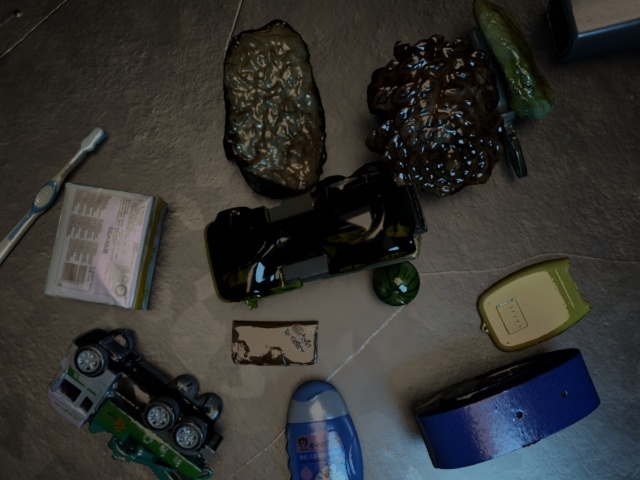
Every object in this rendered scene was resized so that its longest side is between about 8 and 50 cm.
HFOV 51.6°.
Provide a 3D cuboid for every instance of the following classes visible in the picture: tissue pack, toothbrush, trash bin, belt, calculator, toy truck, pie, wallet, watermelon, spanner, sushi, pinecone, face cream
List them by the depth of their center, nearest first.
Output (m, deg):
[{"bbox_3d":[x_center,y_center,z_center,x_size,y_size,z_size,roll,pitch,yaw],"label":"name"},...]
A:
[{"bbox_3d":[-0.341,0.328,1.263,0.363,0.176,0.178,40,97,0],"label":"toy truck"},{"bbox_3d":[0.000,0.000,1.264,0.405,0.254,0.181,-16,76,10],"label":"toy truck"},{"bbox_3d":[0.353,0.315,1.269,0.346,0.212,0.117,-21,87,-8],"label":"belt"},{"bbox_3d":[0.216,-0.250,1.296,0.298,0.242,0.296,20,67,-31],"label":"pinecone"},{"bbox_3d":[-0.418,0.014,1.306,0.185,0.124,0.225,10,85,-2],"label":"tissue pack"},{"bbox_3d":[0.005,0.409,1.309,0.149,0.083,0.264,-8,85,-6],"label":"face cream"},{"bbox_3d":[0.390,-0.365,1.320,0.078,0.277,0.277,-23,86,25],"label":"pie"},{"bbox_3d":[-0.097,-0.258,1.323,0.210,0.171,0.350,-6,86,-5],"label":"sushi"},{"bbox_3d":[0.151,0.086,1.333,0.109,0.109,0.109,0,85,-2],"label":"watermelon"},{"bbox_3d":[0.628,-0.477,1.345,0.290,0.209,0.182,-13,88,9],"label":"trash bin"},{"bbox_3d":[-0.569,-0.081,1.352,0.040,0.040,0.386,38,85,1],"label":"toothbrush"},{"bbox_3d":[-0.093,0.209,1.352,0.176,0.026,0.095,1,87,-2],"label":"wallet"},{"bbox_3d":[0.442,0.137,1.378,0.236,0.033,0.157,-26,87,-3],"label":"calculator"},{"bbox_3d":[0.368,-0.284,1.382,0.040,0.095,0.325,-18,85,-4],"label":"spanner"}]
